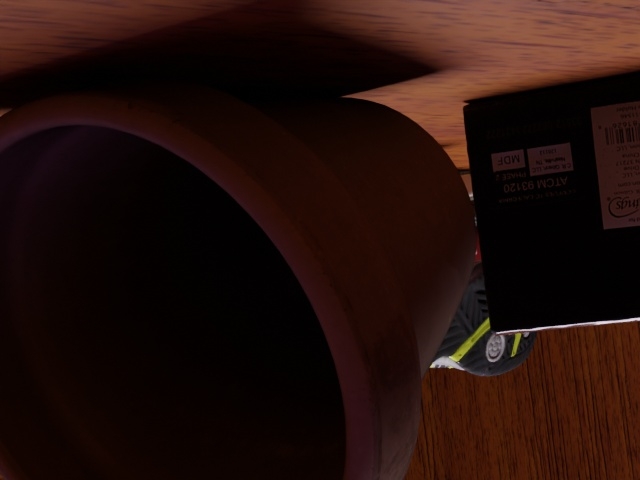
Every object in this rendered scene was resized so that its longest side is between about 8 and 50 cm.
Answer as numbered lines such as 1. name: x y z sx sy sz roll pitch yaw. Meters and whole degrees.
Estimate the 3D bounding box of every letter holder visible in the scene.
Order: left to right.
1. letter holder: 0.277 -0.035 0.878 0.302 0.152 0.214 -7 179 24

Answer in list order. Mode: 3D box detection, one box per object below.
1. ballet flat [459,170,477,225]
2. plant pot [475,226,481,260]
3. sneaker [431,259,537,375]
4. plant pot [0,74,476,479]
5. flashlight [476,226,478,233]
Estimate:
1. ballet flat: 0.179 -0.048 1.367 0.188 0.070 0.070 -9 179 -27
2. plant pot: 0.169 0.036 1.851 0.191 0.174 0.191 -7 -177 0
3. sneaker: 0.119 0.081 1.540 0.385 0.145 0.147 3 -171 -45
4. plant pot: -0.029 0.022 0.692 0.263 0.263 0.229 -8 -165 38
5. flashlight: 0.329 -0.036 1.533 0.304 0.103 0.103 -7 -177 44
